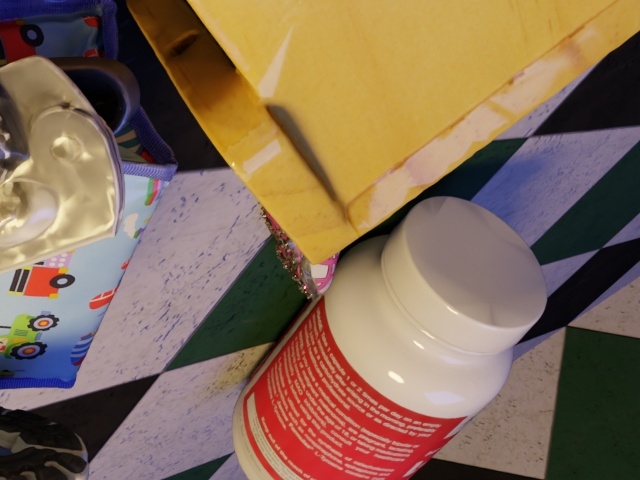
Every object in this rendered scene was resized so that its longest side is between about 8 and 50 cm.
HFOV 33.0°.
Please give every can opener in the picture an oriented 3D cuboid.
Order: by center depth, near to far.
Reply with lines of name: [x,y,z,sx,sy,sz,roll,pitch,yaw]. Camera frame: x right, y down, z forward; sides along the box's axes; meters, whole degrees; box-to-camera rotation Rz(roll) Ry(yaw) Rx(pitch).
can opener: [-0.205,-0.006,0.450,0.284,0.076,0.095,-17,-161,13]

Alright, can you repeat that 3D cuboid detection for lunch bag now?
lunch bag: [-0.258,-0.013,0.568,0.293,0.138,0.221,-5,146,-32]

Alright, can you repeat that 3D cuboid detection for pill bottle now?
pill bottle: [0.073,0.141,1.237,0.229,0.229,0.407,-17,153,-41]

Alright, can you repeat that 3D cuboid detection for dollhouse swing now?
dollhouse swing: [0.035,-0.223,0.521,0.347,0.315,0.305,-37,126,2]

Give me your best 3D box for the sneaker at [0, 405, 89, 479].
sneaker: [-0.269,0.161,0.672,0.130,0.330,0.147,-3,102,-44]

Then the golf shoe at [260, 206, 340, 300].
golf shoe: [0.000,0.000,1.041,0.086,0.067,0.186,-33,160,-10]
